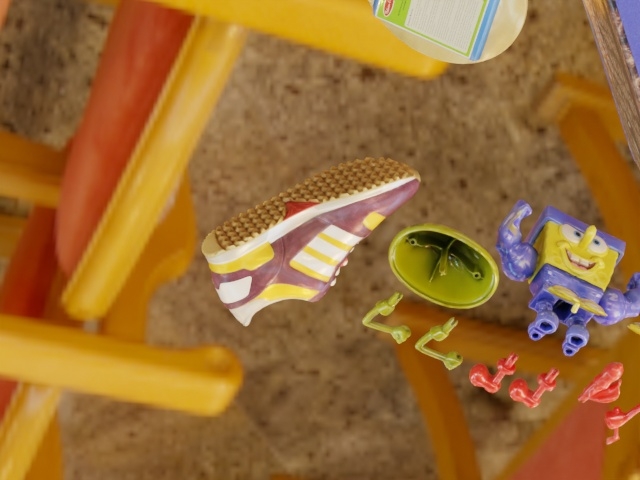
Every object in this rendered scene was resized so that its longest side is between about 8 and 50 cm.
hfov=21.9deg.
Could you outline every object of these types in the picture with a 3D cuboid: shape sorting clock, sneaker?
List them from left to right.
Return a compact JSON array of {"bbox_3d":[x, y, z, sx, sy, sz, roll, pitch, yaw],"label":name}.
[{"bbox_3d":[0.000,0.000,1.328,0.185,0.069,0.084,-23,115,-6],"label":"sneaker"},{"bbox_3d":[0.136,-0.288,1.849,0.206,0.040,0.206,18,138,17],"label":"shape sorting clock"}]

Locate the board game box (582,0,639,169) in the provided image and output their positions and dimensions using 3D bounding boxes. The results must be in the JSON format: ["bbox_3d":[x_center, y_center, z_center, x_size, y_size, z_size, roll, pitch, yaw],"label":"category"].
[{"bbox_3d":[0.284,-0.150,1.222,0.141,0.291,0.232,-18,104,8],"label":"board game box"}]

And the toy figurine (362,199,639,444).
[{"bbox_3d":[0.251,0.047,1.934,0.362,0.217,0.191,24,133,-3],"label":"toy figurine"}]
